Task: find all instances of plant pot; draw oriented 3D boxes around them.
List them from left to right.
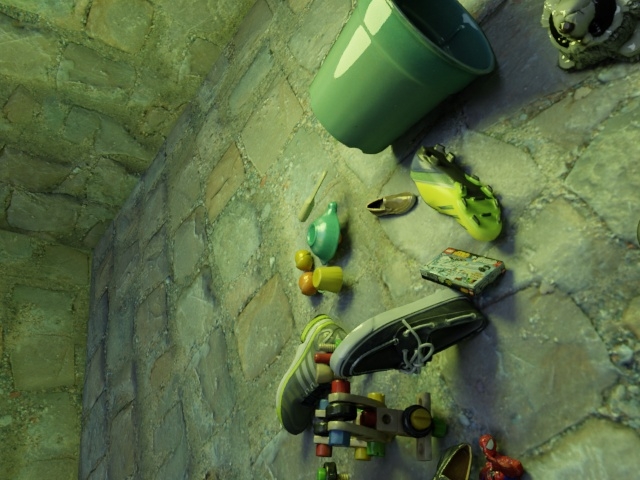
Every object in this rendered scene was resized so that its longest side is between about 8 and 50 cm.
[{"bbox_3d":[0.161,-0.400,1.157,0.334,0.341,0.341,-44,44,42],"label":"plant pot"}]

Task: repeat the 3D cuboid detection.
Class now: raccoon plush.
[{"bbox_3d":[0.556,-0.515,0.877,0.446,0.299,0.216,-35,22,-7],"label":"raccoon plush"}]

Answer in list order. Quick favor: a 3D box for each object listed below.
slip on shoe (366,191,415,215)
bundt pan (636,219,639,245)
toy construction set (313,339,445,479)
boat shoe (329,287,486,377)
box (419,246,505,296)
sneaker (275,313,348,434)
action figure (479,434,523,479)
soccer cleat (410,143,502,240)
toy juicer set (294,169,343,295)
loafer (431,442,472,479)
[{"bbox_3d":[0.171,-0.091,1.212,0.135,0.041,0.051,-8,68,49],"label":"slip on shoe"},{"bbox_3d":[0.570,-0.016,0.619,0.331,0.124,0.331,-25,56,42],"label":"bundt pan"},{"bbox_3d":[0.111,0.345,1.011,0.309,0.237,0.257,-95,11,-54],"label":"toy construction set"},{"bbox_3d":[0.169,0.192,0.919,0.105,0.306,0.113,51,149,43],"label":"boat shoe"},{"bbox_3d":[0.279,0.059,0.977,0.094,0.027,0.137,-32,28,-25],"label":"box"},{"bbox_3d":[-0.014,0.336,1.200,0.121,0.111,0.300,20,92,49],"label":"sneaker"},{"bbox_3d":[0.284,0.442,0.762,0.091,0.139,0.280,-38,45,33],"label":"action figure"},{"bbox_3d":[0.285,-0.090,1.057,0.121,0.093,0.289,101,151,-43],"label":"soccer cleat"},{"bbox_3d":[0.000,0.000,1.363,0.209,0.089,0.329,141,133,-59],"label":"toy juicer set"},{"bbox_3d":[0.206,0.405,0.802,0.061,0.062,0.170,102,-165,-45],"label":"loafer"}]
